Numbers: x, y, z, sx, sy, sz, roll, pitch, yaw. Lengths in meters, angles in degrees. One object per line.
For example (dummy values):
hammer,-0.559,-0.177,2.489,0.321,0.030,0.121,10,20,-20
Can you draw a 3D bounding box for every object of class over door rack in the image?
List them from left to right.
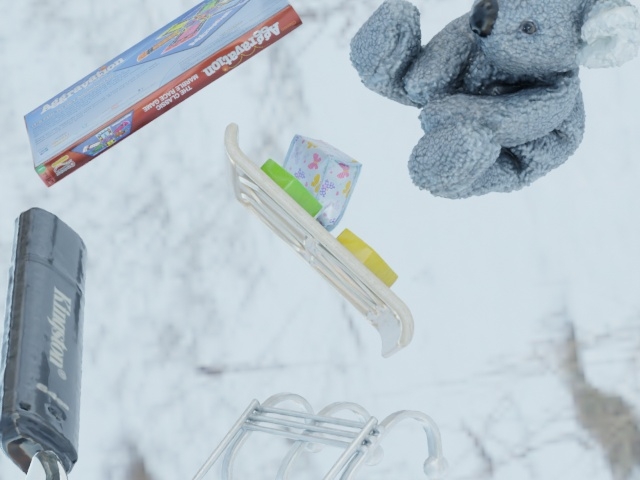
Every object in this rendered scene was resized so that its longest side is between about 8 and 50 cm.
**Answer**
over door rack,-0.073,0.240,1.290,0.108,0.324,0.239,55,160,-12

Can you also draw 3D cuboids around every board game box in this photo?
board game box,-0.154,-0.160,1.738,0.027,0.281,0.145,56,-177,-28

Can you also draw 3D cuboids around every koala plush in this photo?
koala plush,0.174,-0.172,1.551,0.221,0.203,0.196,-58,47,39

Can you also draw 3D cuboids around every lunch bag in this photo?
lunch bag,-0.007,-0.052,1.778,0.071,0.053,0.083,36,111,49

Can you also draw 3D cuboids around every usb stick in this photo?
usb stick,-0.215,0.075,1.415,0.077,0.045,0.278,52,-162,-32

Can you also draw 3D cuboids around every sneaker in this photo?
sneaker,-0.185,0.181,1.128,0.040,0.044,0.109,29,106,59

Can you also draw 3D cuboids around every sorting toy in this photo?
sorting toy,0.000,0.000,1.414,0.208,0.038,0.193,47,173,3
